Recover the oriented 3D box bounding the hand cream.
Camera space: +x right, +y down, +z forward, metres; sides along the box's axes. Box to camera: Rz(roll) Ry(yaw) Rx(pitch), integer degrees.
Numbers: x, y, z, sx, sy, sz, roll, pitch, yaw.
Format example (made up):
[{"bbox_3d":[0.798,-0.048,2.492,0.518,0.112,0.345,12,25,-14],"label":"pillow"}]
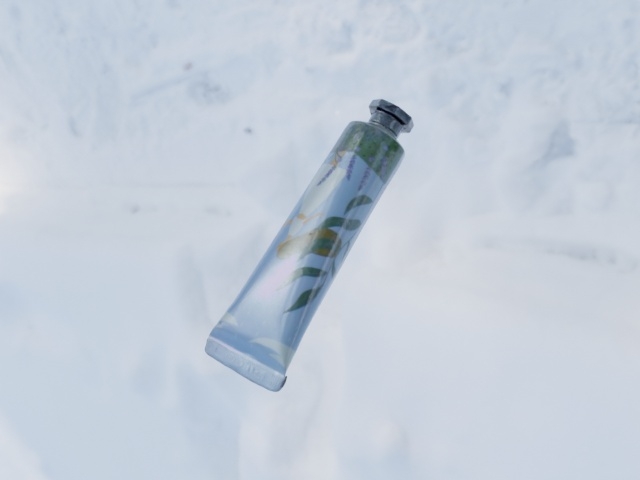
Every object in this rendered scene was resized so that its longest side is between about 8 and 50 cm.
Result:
[{"bbox_3d":[0.000,0.000,0.911,0.088,0.256,0.055,24,169,32],"label":"hand cream"}]
